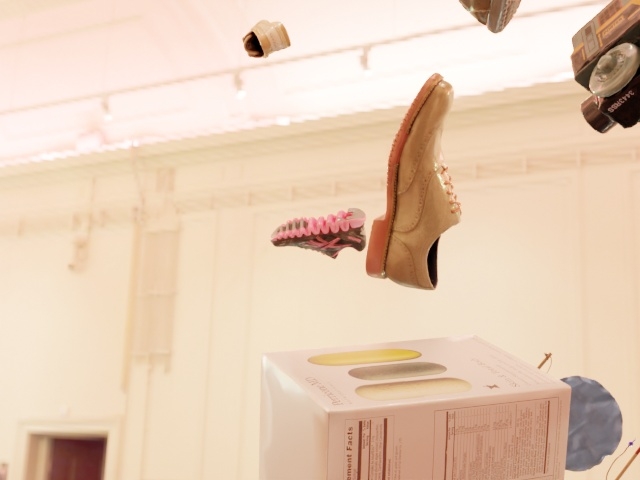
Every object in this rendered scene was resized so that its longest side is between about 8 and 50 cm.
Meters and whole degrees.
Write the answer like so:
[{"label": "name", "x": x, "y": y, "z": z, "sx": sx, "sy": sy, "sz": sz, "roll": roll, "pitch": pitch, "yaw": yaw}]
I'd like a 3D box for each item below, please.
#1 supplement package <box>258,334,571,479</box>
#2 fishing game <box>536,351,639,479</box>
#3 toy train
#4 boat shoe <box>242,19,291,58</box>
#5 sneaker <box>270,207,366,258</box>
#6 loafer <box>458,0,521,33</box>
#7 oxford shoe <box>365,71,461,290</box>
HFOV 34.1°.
[{"label": "supplement package", "x": 0.090, "y": 0.225, "z": 1.088, "sx": 0.263, "sy": 0.198, "sz": 0.199, "roll": -3, "pitch": 11, "yaw": -21}, {"label": "fishing game", "x": 0.495, "y": 0.358, "z": 2.028, "sx": 0.264, "sy": 0.189, "sz": 0.041, "roll": 37, "pitch": 6, "yaw": 28}, {"label": "toy train", "x": 0.451, "y": -0.275, "z": 1.294, "sx": 0.142, "sy": 0.190, "sz": 0.334, "roll": 29, "pitch": -51, "yaw": -23}, {"label": "boat shoe", "x": -0.105, "y": -0.342, "z": 1.790, "sx": 0.059, "sy": 0.063, "sz": 0.170, "roll": -26, "pitch": 13, "yaw": -15}, {"label": "sneaker", "x": 0.000, "y": 0.000, "z": 1.233, "sx": 0.119, "sy": 0.057, "sz": 0.047, "roll": -8, "pitch": 27, "yaw": 14}, {"label": "loafer", "x": 0.219, "y": -0.374, "z": 1.322, "sx": 0.087, "sy": 0.094, "sz": 0.251, "roll": 27, "pitch": -36, "yaw": 17}, {"label": "oxford shoe", "x": 0.193, "y": -0.097, "z": 1.842, "sx": 0.146, "sy": 0.397, "sz": 0.140, "roll": 20, "pitch": 29, "yaw": 18}]
